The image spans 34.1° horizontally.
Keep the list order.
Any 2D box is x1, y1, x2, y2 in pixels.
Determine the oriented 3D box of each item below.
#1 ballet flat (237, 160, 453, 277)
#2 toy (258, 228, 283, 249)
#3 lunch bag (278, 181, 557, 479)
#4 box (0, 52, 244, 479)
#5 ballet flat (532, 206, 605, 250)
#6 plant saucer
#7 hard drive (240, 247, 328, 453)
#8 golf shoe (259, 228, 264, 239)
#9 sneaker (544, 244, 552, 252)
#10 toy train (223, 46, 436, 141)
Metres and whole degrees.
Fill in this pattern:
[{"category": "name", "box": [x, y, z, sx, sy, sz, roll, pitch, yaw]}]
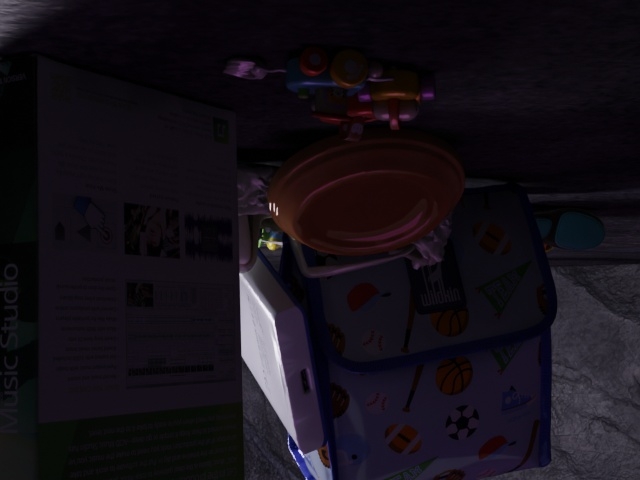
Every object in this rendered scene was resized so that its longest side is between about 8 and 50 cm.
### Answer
[{"category": "ballet flat", "box": [-0.040, -0.026, 1.157, 0.409, 0.146, 0.147, 2, 175, -11]}, {"category": "toy", "box": [0.000, 0.000, 1.954, 0.237, 0.056, 0.137, 6, 178, -12]}, {"category": "lunch bag", "box": [0.120, 0.128, 1.346, 0.328, 0.385, 0.239, -9, -159, -17]}, {"category": "box", "box": [-0.149, 0.041, 0.792, 0.059, 0.321, 0.232, -7, 172, 31]}, {"category": "ballet flat", "box": [0.353, -0.027, 1.642, 0.213, 0.072, 0.068, 3, -158, -29]}, {"category": "plant saucer", "box": [0.048, -0.039, 1.039, 0.200, 0.037, 0.200, -5, 149, -3]}, {"category": "hard drive", "box": [-0.082, 0.089, 1.300, 0.040, 0.210, 0.318, -19, -146, -15]}, {"category": "golf shoe", "box": [-0.176, -0.020, 1.567, 0.094, 0.077, 0.198, -3, 173, 36]}, {"category": "sneaker", "box": [0.398, -0.001, 2.004, 0.067, 0.064, 0.175, -25, 169, 28]}, {"category": "toy train", "box": [0.012, -0.099, 0.761, 0.125, 0.046, 0.166, -4, 174, 36]}]
